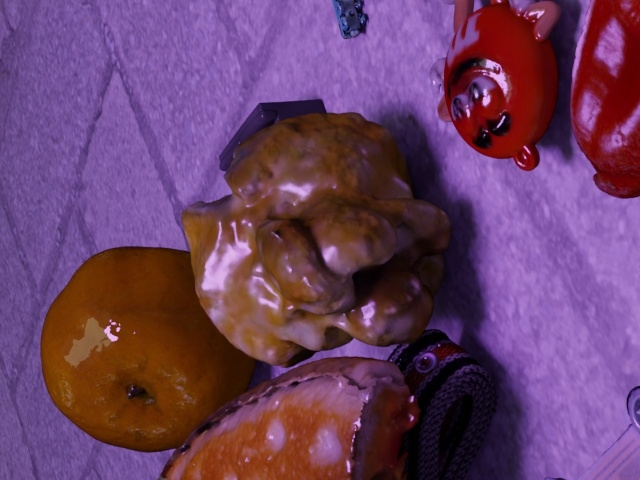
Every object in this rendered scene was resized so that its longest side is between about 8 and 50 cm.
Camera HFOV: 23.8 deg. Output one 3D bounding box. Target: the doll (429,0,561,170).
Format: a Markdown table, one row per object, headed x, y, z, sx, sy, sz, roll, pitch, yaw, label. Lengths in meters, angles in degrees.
| x | y | z | sx | sy | sz | roll | pitch | yaw | label |
| --- | --- | --- | --- | --- | --- | --- | --- | --- | --- |
| 0.151 | -0.161 | 1.356 | 0.183 | 0.085 | 0.217 | -30 | 62 | 59 | doll |

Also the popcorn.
| x | y | z | sx | sy | sz | roll | pitch | yaw | label |
| --- | --- | --- | --- | --- | --- | --- | --- | --- | --- |
| 0.007 | 0.000 | 1.526 | 0.276 | 0.226 | 0.276 | -2 | 88 | 51 | popcorn |

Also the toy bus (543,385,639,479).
| x | y | z | sx | sy | sz | roll | pitch | yaw | label |
| --- | --- | --- | --- | --- | --- | --- | --- | --- | --- |
| 0.275 | 0.204 | 1.204 | 0.138 | 0.097 | 0.342 | 65 | 149 | 24 | toy bus |

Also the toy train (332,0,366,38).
| x | y | z | sx | sy | sz | roll | pitch | yaw | label |
| --- | --- | --- | --- | --- | --- | --- | --- | --- | --- |
| 0.023 | -0.259 | 1.629 | 0.045 | 0.029 | 0.092 | 143 | 114 | -68 | toy train |

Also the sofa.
| x | y | z | sx | sy | sz | roll | pitch | yaw | label |
| --- | --- | --- | --- | --- | --- | --- | --- | --- | --- |
| -0.054 | -0.103 | 1.756 | 0.147 | 0.085 | 0.060 | -44 | 56 | 57 | sofa |

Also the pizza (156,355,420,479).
| x | y | z | sx | sy | sz | roll | pitch | yaw | label |
| --- | --- | --- | --- | --- | --- | --- | --- | --- | --- |
| -0.011 | 0.335 | 1.495 | 0.440 | 0.130 | 0.406 | -35 | 62 | 49 | pizza |

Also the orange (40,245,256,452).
| x | y | z | sx | sy | sz | roll | pitch | yaw | label |
| --- | --- | --- | --- | --- | --- | --- | --- | --- | --- |
| -0.217 | 0.135 | 1.941 | 0.235 | 0.279 | 0.279 | -88 | 7 | -59 | orange |

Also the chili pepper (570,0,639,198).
| x | y | z | sx | sy | sz | roll | pitch | yaw | label |
| --- | --- | --- | --- | --- | --- | --- | --- | --- | --- |
| 0.246 | -0.120 | 1.153 | 0.252 | 0.144 | 0.136 | 117 | 167 | -58 | chili pepper |

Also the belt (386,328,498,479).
| x | y | z | sx | sy | sz | roll | pitch | yaw | label |
| --- | --- | --- | --- | --- | --- | --- | --- | --- | --- |
| 0.095 | 0.258 | 1.549 | 0.094 | 0.126 | 0.359 | -128 | 44 | -51 | belt |
